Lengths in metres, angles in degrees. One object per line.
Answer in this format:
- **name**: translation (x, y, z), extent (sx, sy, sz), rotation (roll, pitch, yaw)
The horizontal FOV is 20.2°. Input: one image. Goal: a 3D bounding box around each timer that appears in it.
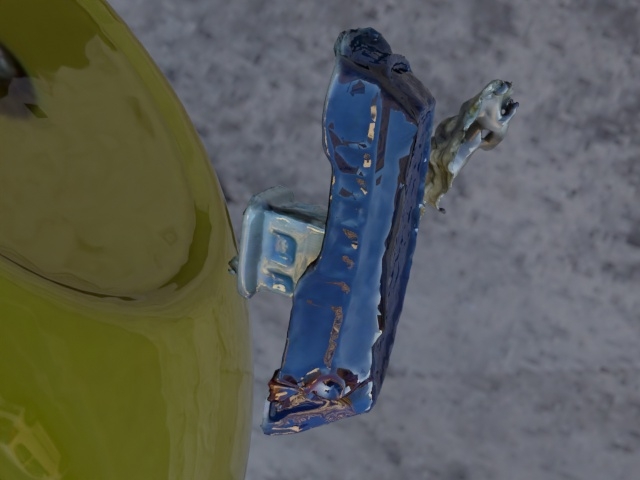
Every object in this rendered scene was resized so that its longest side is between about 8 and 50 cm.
- **timer**: translation (-0.220, 0.062, 0.540), extent (0.387, 0.376, 0.376), rotation (-38, 116, 21)

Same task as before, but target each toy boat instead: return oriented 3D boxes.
- **toy boat**: translation (0.000, 0.000, 0.349), extent (0.038, 0.038, 0.083), rotation (15, 105, 17)

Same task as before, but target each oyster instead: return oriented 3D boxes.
- **oyster**: translation (0.062, -0.049, 1.125), extent (0.061, 0.106, 0.200), rotation (41, 144, -3)
